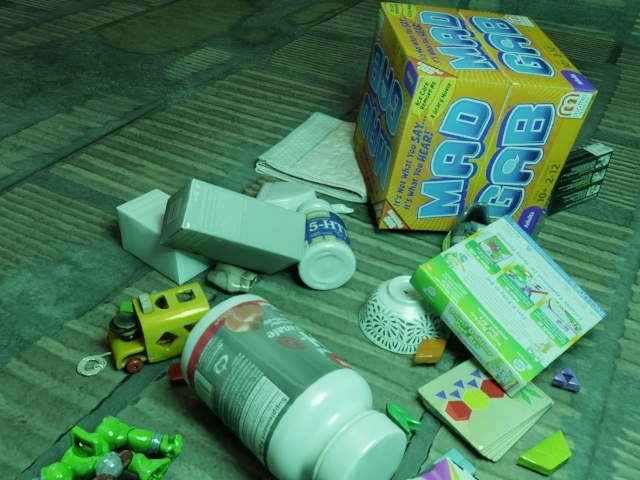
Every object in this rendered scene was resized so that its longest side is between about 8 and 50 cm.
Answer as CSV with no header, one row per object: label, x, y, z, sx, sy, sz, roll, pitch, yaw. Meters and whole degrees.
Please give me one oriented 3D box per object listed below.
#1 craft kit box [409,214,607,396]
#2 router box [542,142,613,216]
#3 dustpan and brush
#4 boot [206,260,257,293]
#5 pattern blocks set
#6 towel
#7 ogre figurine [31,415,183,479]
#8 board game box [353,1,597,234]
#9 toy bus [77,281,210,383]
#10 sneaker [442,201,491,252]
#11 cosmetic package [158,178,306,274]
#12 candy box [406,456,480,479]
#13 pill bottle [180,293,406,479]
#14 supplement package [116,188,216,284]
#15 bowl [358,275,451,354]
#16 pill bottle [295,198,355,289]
craft kit box,0.319,0.098,1.094,0.246,0.061,0.250,-24,65,-36
router box,0.587,-0.142,1.499,0.179,0.133,0.046,-18,41,-27
dustpan and brush,-0.031,-0.088,1.463,0.211,0.060,0.147,-1,22,6
boot,-0.165,0.062,1.253,0.087,0.042,0.118,13,35,2
pattern blocks set,0.263,0.250,1.017,0.325,0.026,0.285,-15,41,-24
towel,0.048,-0.222,1.650,0.317,0.053,0.332,19,40,22
ogre figurine,-0.284,0.303,0.856,0.118,0.097,0.197,30,54,16
board game box,0.299,-0.265,1.411,0.356,0.356,0.356,2,40,-11
toy bus,-0.280,0.138,1.077,0.191,0.104,0.202,12,36,13
sneaker,0.290,0.032,1.238,0.111,0.121,0.300,9,36,-1
cosmetic package,-0.157,-0.020,1.186,0.238,0.127,0.107,19,65,-27
candy box,0.196,0.363,0.701,0.233,0.071,0.159,39,26,-26
pill bottle,-0.040,0.225,0.909,0.176,0.176,0.318,-27,45,-35
supplement package,-0.303,-0.011,1.283,0.179,0.105,0.105,28,42,31
bowl,0.155,0.116,1.157,0.170,0.080,0.170,2,36,-1
pill bottle,0.000,0.000,1.283,0.112,0.112,0.187,-4,36,-8
